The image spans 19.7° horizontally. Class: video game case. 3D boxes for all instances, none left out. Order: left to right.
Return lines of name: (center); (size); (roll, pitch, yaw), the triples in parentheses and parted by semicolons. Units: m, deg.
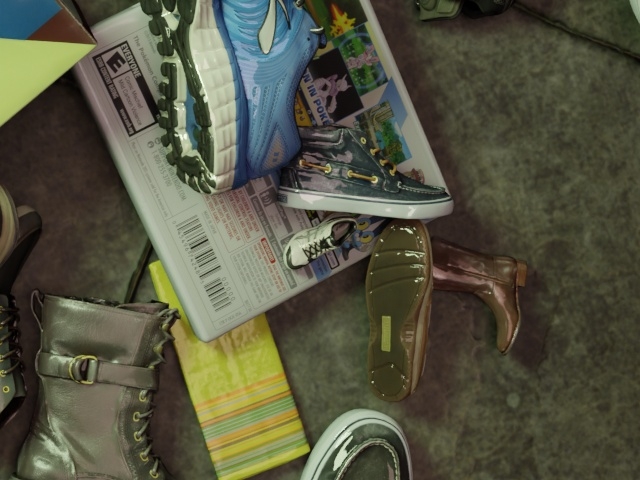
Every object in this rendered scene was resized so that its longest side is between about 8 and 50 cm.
video game case: (-0.055, -0.110, 1.810); (0.300, 0.036, 0.329); (-28, 107, -15)

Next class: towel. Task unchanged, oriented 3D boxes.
towel: (-0.092, 0.120, 1.851); (0.102, 0.021, 0.237); (-19, 93, -17)

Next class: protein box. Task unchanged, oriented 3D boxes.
protein box: (-0.329, -0.184, 1.674); (0.200, 0.201, 0.136); (-40, 111, 2)

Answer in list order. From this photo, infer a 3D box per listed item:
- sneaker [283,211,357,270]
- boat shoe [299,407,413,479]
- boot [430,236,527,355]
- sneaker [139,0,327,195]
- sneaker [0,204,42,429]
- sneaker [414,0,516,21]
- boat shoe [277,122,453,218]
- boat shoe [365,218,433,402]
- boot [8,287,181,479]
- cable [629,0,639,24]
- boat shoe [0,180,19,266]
sneaker: (0.000, 0.000, 1.808); (0.083, 0.037, 0.032); (-39, 111, -10)
boat shoe: (0.025, 0.336, 1.825); (0.121, 0.119, 0.335); (15, 87, -12)
boot: (0.151, 0.057, 1.894); (0.114, 0.037, 0.106); (13, 74, -16)
sneaker: (-0.080, -0.215, 1.715); (0.147, 0.129, 0.330); (-14, 106, -33)
sneaker: (-0.304, 0.082, 1.755); (0.118, 0.083, 0.222); (34, 93, 11)
sneaker: (0.113, -0.309, 1.859); (0.227, 0.087, 0.130); (42, 75, -15)
boat shoe: (0.050, -0.068, 1.801); (0.183, 0.065, 0.083); (4, 98, -21)
boat shoe: (0.085, 0.065, 1.864); (0.068, 0.072, 0.190); (14, 103, 25)
boot: (-0.177, 0.172, 1.794); (0.263, 0.091, 0.229); (15, 87, -10)
cable: (0.439, -0.283, 1.874); (0.257, 0.089, 0.257); (-40, 125, 11)
boat shoe: (-0.440, 0.053, 1.678); (0.355, 0.130, 0.132); (-43, 77, 7)
